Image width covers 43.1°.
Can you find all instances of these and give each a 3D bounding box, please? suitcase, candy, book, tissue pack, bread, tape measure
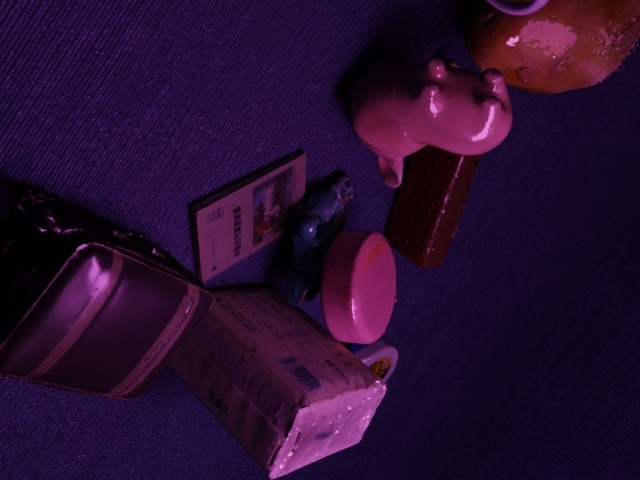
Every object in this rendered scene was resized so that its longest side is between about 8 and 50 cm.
[{"bbox_3d":[-0.379,0.104,1.345,0.283,0.194,0.434,-52,149,2],"label":"suitcase"},{"bbox_3d":[0.086,0.100,1.728,0.255,0.094,0.255,2,90,-65],"label":"candy"},{"bbox_3d":[-0.139,-0.048,1.648,0.283,0.025,0.214,-33,145,-30],"label":"book"},{"bbox_3d":[-0.096,0.275,1.692,0.297,0.380,0.207,-2,123,-49],"label":"tissue pack"},{"bbox_3d":[0.282,-0.134,1.958,0.113,0.165,0.416,-13,132,-38],"label":"bread"},{"bbox_3d":[0.120,0.314,2.260,0.215,0.098,0.351,-27,144,-30],"label":"tape measure"}]

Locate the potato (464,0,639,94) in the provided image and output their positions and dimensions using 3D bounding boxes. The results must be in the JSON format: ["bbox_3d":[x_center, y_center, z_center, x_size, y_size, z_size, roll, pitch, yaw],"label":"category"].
[{"bbox_3d":[0.502,-0.493,1.739,0.397,0.289,0.296,-33,153,27],"label":"potato"}]

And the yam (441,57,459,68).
[{"bbox_3d":[0.252,-0.339,1.802,0.070,0.070,0.146,-6,129,-49],"label":"yam"}]

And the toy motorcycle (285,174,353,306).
[{"bbox_3d":[-0.001,0.002,1.757,0.198,0.109,0.296,-14,121,-67],"label":"toy motorcycle"}]

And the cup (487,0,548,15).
[{"bbox_3d":[0.361,-0.601,1.484,0.259,0.274,0.356,-25,141,-34],"label":"cup"}]

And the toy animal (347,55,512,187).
[{"bbox_3d":[0.214,-0.259,1.623,0.269,0.326,0.237,103,6,-59],"label":"toy animal"}]
